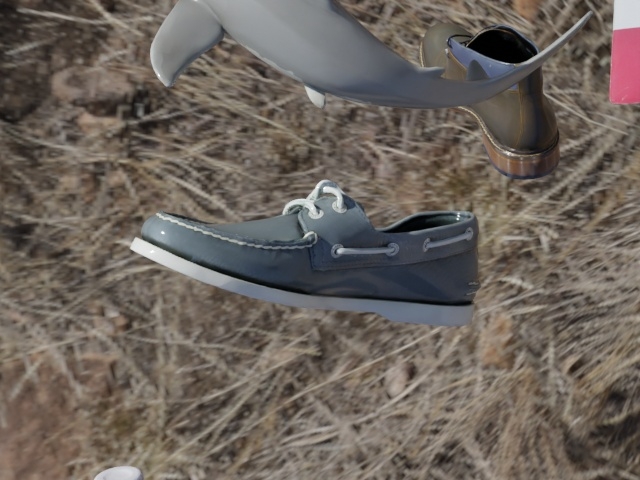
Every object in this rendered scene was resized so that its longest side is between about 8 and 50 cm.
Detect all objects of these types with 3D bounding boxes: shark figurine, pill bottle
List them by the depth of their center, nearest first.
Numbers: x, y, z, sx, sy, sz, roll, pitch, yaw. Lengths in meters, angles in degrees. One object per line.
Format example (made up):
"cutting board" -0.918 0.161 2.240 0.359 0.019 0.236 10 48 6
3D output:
"shark figurine" 0.016 -0.138 0.769 0.278 0.166 0.116 26 136 -7
"pill bottle" -0.168 0.240 1.134 0.043 0.043 0.083 -1 105 18

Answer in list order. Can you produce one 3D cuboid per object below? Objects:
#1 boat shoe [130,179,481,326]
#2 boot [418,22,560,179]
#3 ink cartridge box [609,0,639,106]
"boat shoe" 0.000 0.000 1.044 0.116 0.319 0.099 23 101 55
"boot" 0.141 -0.155 1.120 0.082 0.106 0.219 -19 43 -11
"ink cartridge box" 0.233 -0.151 0.654 0.127 0.128 0.176 3 91 48
